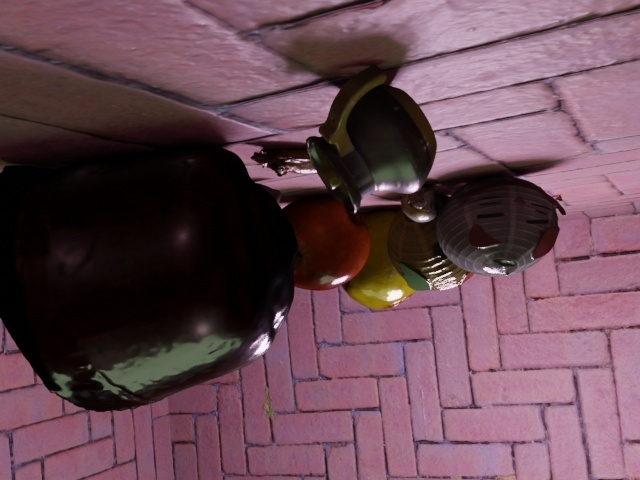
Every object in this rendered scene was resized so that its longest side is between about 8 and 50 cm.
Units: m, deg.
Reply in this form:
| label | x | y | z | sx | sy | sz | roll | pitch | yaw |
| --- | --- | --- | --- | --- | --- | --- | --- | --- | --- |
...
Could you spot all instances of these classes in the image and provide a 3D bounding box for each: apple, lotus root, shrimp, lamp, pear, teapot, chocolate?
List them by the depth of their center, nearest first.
| label | x | y | z | sx | sy | sz | roll | pitch | yaw |
| --- | --- | --- | --- | --- | --- | --- | --- | --- | --- |
| teapot | 0.049 | -0.107 | 0.769 | 0.119 | 0.130 | 0.165 | -34 | 145 | -7 |
| chocolate | -0.206 | 0.021 | 1.000 | 0.331 | 0.383 | 0.383 | -24 | 172 | 12 |
| shrimp | -0.036 | -0.115 | 1.100 | 0.091 | 0.043 | 0.184 | -4 | 178 | 35 |
| lamp | 0.388 | -0.027 | 1.593 | 0.265 | 0.233 | 0.233 | -2 | 176 | 3 |
| lotus root | 0.226 | -0.083 | 1.631 | 0.088 | 0.088 | 0.165 | -7 | -177 | 20 |
| apple | 0.000 | 0.000 | 1.658 | 0.230 | 0.230 | 0.230 | -6 | 176 | 0 |
| lamp | 0.275 | -0.014 | 1.806 | 0.250 | 0.250 | 0.284 | -9 | 135 | 37 |
| pear | 0.203 | 0.038 | 2.105 | 0.375 | 0.287 | 0.287 | -26 | -174 | -29 |

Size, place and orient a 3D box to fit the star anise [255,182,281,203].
| label | x | y | z | sx | sy | sz | roll | pitch | yaw |
| --- | --- | --- | --- | --- | --- | --- | --- | --- | --- |
| star anise | -0.205 | -0.049 | 1.340 | 0.212 | 0.129 | 0.283 | -24 | 175 | 32 |

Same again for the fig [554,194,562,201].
| label | x | y | z | sx | sy | sz | roll | pitch | yaw |
| --- | --- | --- | --- | --- | --- | --- | --- | --- | --- |
| fig | 0.615 | -0.044 | 2.246 | 0.249 | 0.204 | 0.186 | -38 | -147 | -1 |
